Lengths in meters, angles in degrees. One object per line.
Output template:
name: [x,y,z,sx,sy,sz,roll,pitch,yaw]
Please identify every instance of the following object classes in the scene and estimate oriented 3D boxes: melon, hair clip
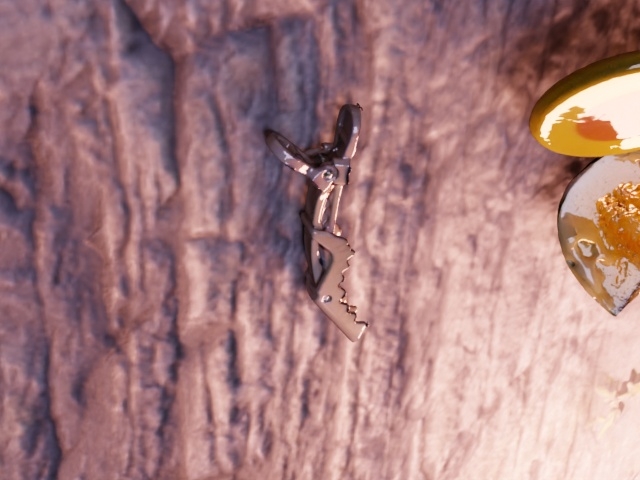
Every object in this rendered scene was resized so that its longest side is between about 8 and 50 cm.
melon: [0.259,-0.031,0.914,0.128,0.079,0.160,30,105,-18]
hair clip: [0.000,0.000,0.827,0.072,0.034,0.226,-14,130,-13]

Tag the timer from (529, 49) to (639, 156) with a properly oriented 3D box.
timer: [0.358,-0.144,0.706,0.386,0.376,0.376,-5,126,-11]
